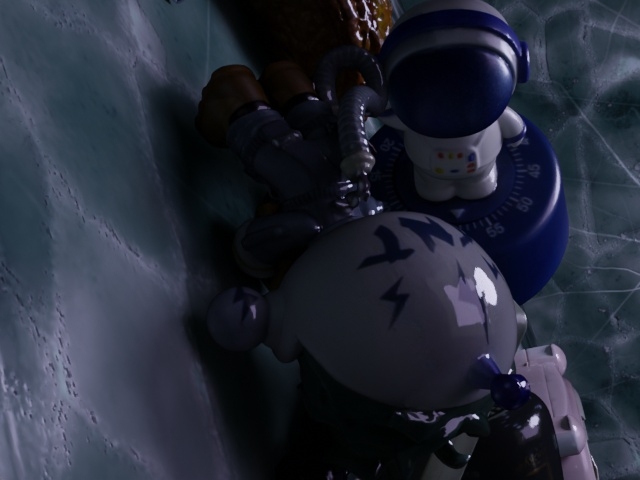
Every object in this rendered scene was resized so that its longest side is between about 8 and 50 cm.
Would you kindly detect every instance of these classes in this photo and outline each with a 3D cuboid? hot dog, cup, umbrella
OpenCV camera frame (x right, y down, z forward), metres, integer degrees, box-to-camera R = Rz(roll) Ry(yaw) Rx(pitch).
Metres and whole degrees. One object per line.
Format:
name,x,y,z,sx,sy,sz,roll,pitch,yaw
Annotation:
hot dog,-0.012,-0.333,1.108,0.387,0.174,0.267,59,21,-30
cup,0.190,0.286,1.007,0.223,0.169,0.176,-27,104,-39
umbrella,-0.006,0.182,0.682,0.070,0.071,0.248,65,23,-7

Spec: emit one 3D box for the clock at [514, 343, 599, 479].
clock,0.380,0.383,1.406,0.325,0.184,0.342,67,21,-17

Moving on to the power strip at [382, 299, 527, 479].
power strip,0.122,0.142,0.835,0.118,0.046,0.270,-117,-142,-57

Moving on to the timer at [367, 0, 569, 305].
timer,0.142,-0.104,0.924,0.383,0.271,0.270,70,7,-58

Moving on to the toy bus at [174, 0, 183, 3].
toy bus,-0.167,-0.304,0.786,0.190,0.064,0.075,42,24,-55

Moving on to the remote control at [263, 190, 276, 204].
remote control,0.000,0.000,0.944,0.222,0.042,0.072,44,28,-56

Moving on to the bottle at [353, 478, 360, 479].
bottle,0.086,0.280,0.687,0.236,0.148,0.147,44,27,-37

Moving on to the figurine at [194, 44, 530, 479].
figurine,0.016,0.016,0.696,0.382,0.261,0.186,56,-26,30
